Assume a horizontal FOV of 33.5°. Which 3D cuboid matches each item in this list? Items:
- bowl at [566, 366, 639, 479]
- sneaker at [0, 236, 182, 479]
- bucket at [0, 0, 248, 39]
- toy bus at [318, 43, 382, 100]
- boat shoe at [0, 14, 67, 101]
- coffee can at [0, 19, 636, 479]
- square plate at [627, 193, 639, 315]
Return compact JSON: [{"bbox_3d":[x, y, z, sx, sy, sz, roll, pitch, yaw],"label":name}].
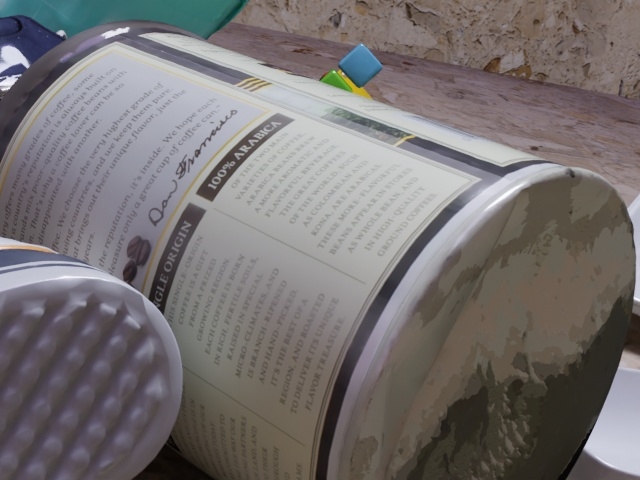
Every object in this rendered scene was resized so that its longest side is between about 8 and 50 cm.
[{"bbox_3d":[0.185,0.121,0.594,0.141,0.053,0.142,8,16,-12],"label":"bowl"},{"bbox_3d":[-0.219,0.066,0.370,0.321,0.126,0.127,-5,11,-31],"label":"sneaker"},{"bbox_3d":[-0.203,-0.280,1.025,0.281,0.183,0.281,35,17,-13],"label":"bucket"},{"bbox_3d":[-0.011,-0.076,1.016,0.104,0.202,0.191,47,-4,-7],"label":"toy bus"},{"bbox_3d":[-0.186,-0.121,0.913,0.158,0.127,0.340,54,27,6],"label":"boat shoe"},{"bbox_3d":[-0.018,0.019,0.526,0.275,0.202,0.201,26,21,38],"label":"coffee can"},{"bbox_3d":[0.439,0.027,0.909,0.347,0.049,0.344,26,42,24],"label":"square plate"}]
